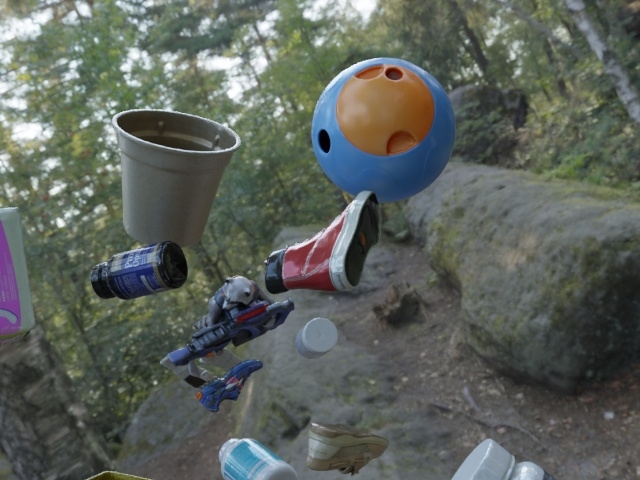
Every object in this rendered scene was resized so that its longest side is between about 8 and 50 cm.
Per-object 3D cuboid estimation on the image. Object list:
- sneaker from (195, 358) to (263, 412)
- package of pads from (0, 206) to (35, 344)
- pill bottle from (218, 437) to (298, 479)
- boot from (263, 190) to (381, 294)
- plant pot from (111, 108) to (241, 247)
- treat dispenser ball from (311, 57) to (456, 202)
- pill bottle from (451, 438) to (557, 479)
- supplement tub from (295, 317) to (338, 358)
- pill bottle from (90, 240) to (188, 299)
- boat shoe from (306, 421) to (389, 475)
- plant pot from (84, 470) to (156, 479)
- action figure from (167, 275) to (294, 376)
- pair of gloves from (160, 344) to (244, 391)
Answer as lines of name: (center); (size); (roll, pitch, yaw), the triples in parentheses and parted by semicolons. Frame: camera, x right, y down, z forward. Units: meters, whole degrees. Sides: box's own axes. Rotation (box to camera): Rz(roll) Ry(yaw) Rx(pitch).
sneaker: (-0.259, 0.429, 1.885); (0.221, 0.087, 0.083); (-31, -8, -25)
package of pads: (-0.623, 0.073, 1.008); (0.297, 0.229, 0.101); (-5, -13, -36)
pill bottle: (-0.192, 0.669, 1.849); (0.146, 0.146, 0.264); (-31, 27, -29)
boot: (0.000, 0.000, 1.078); (0.176, 0.088, 0.244); (-8, 31, 28)
plant pot: (-0.407, -0.159, 1.738); (0.334, 0.305, 0.333); (12, 25, -5)
treat dispenser ball: (0.127, -0.220, 1.287); (0.288, 0.288, 0.288); (-27, 7, 4)
pill bottle: (0.440, 0.581, 1.278); (0.204, 0.361, 0.204); (-49, -12, -14)
supplement tub: (-0.009, 0.197, 1.274); (0.071, 0.071, 0.107); (-30, -9, -19)
pill bottle: (-0.455, 0.081, 1.595); (0.219, 0.122, 0.123); (-14, 11, 17)
boat shoe: (0.063, 0.528, 1.607); (0.122, 0.110, 0.341); (8, -13, 36)
plant pot: (-0.337, 0.532, 1.098); (0.212, 0.187, 0.212); (8, -7, 9)
action figure: (-0.257, 0.204, 1.575); (0.342, 0.178, 0.330); (-17, -28, -38)
pair of gloves: (-0.377, 0.410, 2.079); (0.240, 0.204, 0.042); (-28, 35, 25)
